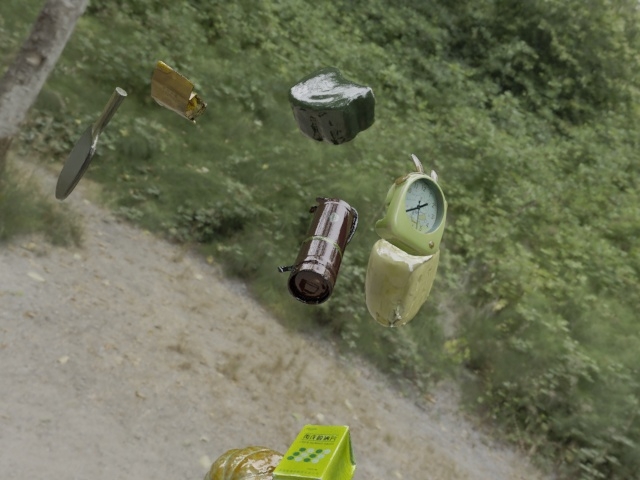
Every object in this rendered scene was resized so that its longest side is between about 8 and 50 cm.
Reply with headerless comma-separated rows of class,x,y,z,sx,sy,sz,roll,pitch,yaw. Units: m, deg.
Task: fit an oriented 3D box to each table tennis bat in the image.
table tennis bat,-0.431,-0.180,1.208,0.022,0.246,0.138,27,23,-34

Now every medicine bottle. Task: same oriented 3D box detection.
medicine bottle,-0.011,0.601,1.703,0.137,0.141,0.250,-6,14,22

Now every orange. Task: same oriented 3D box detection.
orange,-0.203,0.738,1.827,0.329,0.329,0.249,31,-6,43

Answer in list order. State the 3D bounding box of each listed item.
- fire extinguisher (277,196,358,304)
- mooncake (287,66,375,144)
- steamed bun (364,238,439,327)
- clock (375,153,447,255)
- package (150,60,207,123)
fire extinguisher,0.000,0.000,1.455,0.141,0.105,0.341,6,36,10
mooncake,0.026,-0.265,1.266,0.175,0.168,0.104,-85,158,-45
steamed bun,0.204,0.103,1.771,0.166,0.232,0.273,24,30,22
clock,0.231,-0.088,1.568,0.170,0.232,0.069,29,-20,-32
package,-0.227,-0.229,1.032,0.071,0.047,0.131,34,-3,-1
